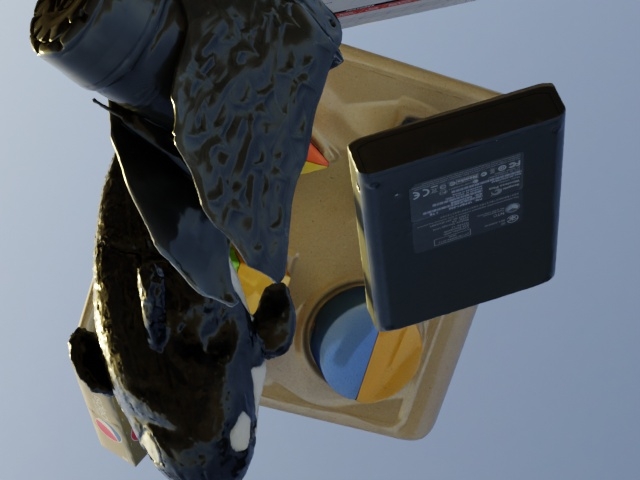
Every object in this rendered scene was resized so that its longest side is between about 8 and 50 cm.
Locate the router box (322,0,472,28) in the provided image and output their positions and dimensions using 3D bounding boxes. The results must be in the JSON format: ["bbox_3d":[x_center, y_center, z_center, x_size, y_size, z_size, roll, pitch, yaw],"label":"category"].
[{"bbox_3d":[0.084,-0.209,0.903,0.335,0.082,0.301,-14,176,-21],"label":"router box"}]

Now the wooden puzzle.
[{"bbox_3d":[0.000,0.000,1.299,0.080,0.348,0.322,-132,-121,-66],"label":"wooden puzzle"}]

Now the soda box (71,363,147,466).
[{"bbox_3d":[-0.234,0.186,1.815,0.058,0.181,0.061,27,-121,25],"label":"soda box"}]

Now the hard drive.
[{"bbox_3d":[0.064,-0.010,0.713,0.094,0.135,0.022,-17,-124,-6],"label":"hard drive"}]

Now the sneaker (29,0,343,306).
[{"bbox_3d":[-0.030,-0.074,0.454,0.051,0.089,0.170,-24,-138,43],"label":"sneaker"}]

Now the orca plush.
[{"bbox_3d":[-0.088,0.021,1.011,0.151,0.102,0.287,6,-100,-1],"label":"orca plush"}]
